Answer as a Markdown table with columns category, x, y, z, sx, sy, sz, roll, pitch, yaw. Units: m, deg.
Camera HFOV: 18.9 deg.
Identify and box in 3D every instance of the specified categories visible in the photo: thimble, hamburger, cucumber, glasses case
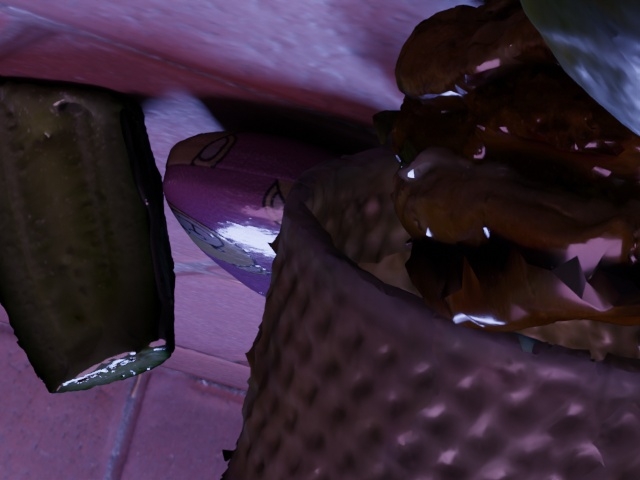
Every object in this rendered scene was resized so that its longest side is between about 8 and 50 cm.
| category | x | y | z | sx | sy | sz | roll | pitch | yaw |
| --- | --- | --- | --- | --- | --- | --- | --- | --- | --- |
| thimble | 0.101 | 0.070 | 0.874 | 0.270 | 0.150 | 0.271 | 10 | -159 | -4 |
| hamburger | 0.122 | -0.017 | 0.722 | 0.206 | 0.130 | 0.183 | 17 | 173 | -32 |
| cucumber | -0.132 | -0.015 | 1.071 | 0.115 | 0.193 | 0.086 | -22 | 160 | 18 |
| glasses case | 0.000 | 0.000 | 1.126 | 0.123 | 0.076 | 0.316 | 11 | 170 | 15 |

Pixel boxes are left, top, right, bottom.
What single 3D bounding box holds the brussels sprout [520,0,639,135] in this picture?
| category | x | y | z | sx | sy | sz | roll | pitch | yaw |
| --- | --- | --- | --- | --- | --- | --- | --- | --- | --- |
| brussels sprout | 0.127 | -0.068 | 0.372 | 0.180 | 0.144 | 0.161 | -9 | 149 | 0 |
